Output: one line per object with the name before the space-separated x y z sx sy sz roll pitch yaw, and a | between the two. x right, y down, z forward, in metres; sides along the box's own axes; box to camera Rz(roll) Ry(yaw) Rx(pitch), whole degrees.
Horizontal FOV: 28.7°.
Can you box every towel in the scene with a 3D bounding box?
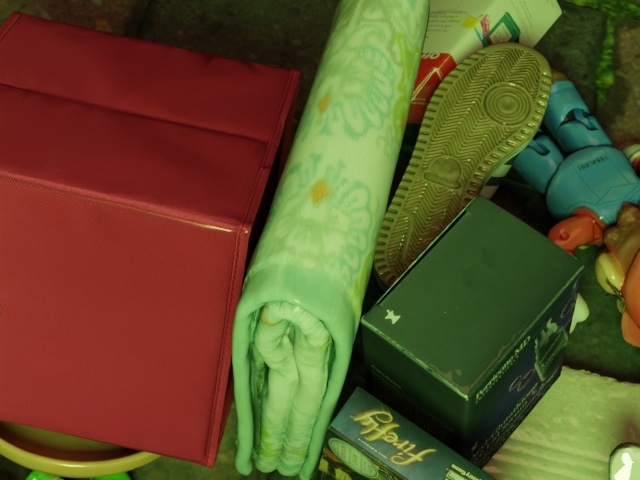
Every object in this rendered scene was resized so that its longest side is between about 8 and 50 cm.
towel | 0.000 0.000 1.034 0.090 0.374 0.321 13 60 0
towel | 0.239 0.206 1.128 0.282 0.049 0.187 13 60 3

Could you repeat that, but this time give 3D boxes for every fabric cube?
fabric cube | -0.176 -0.004 1.045 0.258 0.254 0.259 13 35 1

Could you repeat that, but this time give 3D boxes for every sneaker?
sneaker | 0.129 -0.046 1.184 0.099 0.153 0.282 25 70 13

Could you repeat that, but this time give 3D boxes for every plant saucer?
plant saucer | -0.209 0.139 1.090 0.199 0.037 0.200 9 32 -6

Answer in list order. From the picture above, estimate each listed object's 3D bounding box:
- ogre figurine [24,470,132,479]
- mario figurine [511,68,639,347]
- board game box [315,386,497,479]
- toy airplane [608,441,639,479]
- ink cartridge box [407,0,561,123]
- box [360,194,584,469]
ogre figurine | -0.212 0.247 1.035 0.118 0.097 0.197 36 23 9
mario figurine | 0.271 -0.008 1.227 0.198 0.170 0.321 -42 56 15
board game box | 0.074 0.219 0.995 0.165 0.243 0.042 32 65 12
toy airplane | 0.404 0.254 0.941 0.386 0.272 0.384 44 84 -10
ink cartridge box | 0.123 -0.190 1.276 0.134 0.078 0.231 11 52 49
box | 0.123 0.090 1.039 0.108 0.207 0.153 36 69 23
